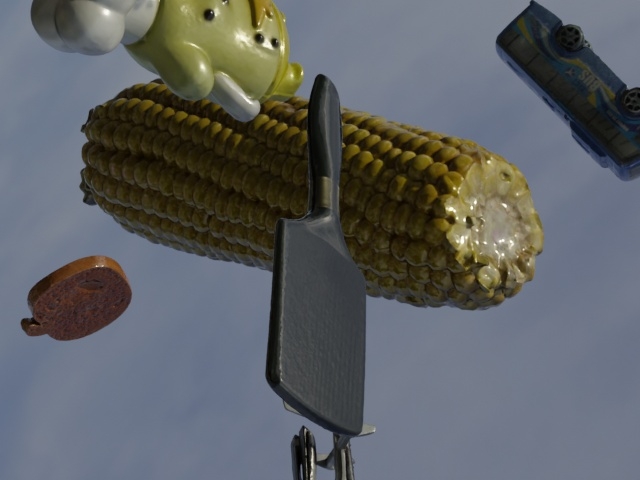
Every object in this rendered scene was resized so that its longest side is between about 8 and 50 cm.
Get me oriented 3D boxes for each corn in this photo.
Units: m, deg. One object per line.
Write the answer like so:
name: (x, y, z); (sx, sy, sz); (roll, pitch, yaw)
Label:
corn: (-0.017, -0.041, 1.316); (0.387, 0.144, 0.144); (10, -112, 35)

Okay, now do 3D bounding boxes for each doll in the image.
doll: (-0.080, -0.115, 0.906); (0.062, 0.162, 0.106); (-44, -131, 30)

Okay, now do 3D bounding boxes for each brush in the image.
brush: (0.000, 0.000, 0.831); (0.016, 0.063, 0.193); (-22, -133, 33)

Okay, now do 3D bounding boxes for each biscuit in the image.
biscuit: (-0.166, 0.040, 1.202); (0.078, 0.091, 0.015); (-28, -116, -6)

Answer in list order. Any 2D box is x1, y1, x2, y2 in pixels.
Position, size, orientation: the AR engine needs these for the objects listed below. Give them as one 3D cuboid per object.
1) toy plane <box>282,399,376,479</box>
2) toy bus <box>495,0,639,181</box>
toy plane: (0.019, 0.182, 1.173); (0.053, 0.078, 0.197); (118, -28, -51)
toy bus: (0.196, -0.109, 1.314); (0.061, 0.153, 0.051); (-42, 163, 2)
